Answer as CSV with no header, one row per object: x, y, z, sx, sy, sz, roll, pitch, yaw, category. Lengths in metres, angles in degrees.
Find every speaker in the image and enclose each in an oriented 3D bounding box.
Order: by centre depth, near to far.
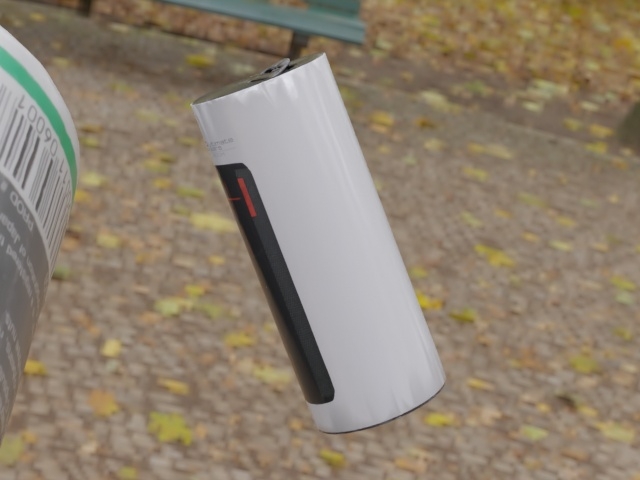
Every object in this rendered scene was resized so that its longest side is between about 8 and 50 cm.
0.000,0.000,0.588,0.055,0.136,0.055,-20,11,4,speaker

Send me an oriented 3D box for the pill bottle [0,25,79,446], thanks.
-0.230,0.071,0.619,0.204,0.204,0.361,12,47,-3,pill bottle
